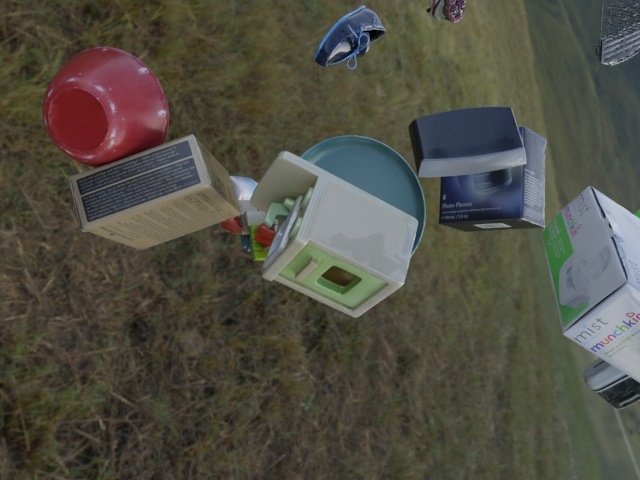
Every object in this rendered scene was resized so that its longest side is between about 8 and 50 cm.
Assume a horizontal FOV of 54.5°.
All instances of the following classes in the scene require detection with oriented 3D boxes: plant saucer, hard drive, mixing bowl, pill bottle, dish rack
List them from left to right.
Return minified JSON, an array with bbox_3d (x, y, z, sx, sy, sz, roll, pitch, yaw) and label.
[{"bbox_3d":[-0.316,-0.176,0.875,0.098,0.182,0.181,-69,136,-69],"label":"mixing bowl"},{"bbox_3d":[-0.226,-0.136,1.743,0.160,0.087,0.087,-10,80,-69],"label":"pill bottle"},{"bbox_3d":[0.069,-0.065,1.330,0.317,0.318,0.044,69,21,-4],"label":"plant saucer"},{"bbox_3d":[0.346,-0.239,1.474,0.054,0.255,0.172,78,6,-61],"label":"hard drive"},{"bbox_3d":[0.755,-0.564,1.496,0.074,0.208,0.271,37,-35,49],"label":"dish rack"}]

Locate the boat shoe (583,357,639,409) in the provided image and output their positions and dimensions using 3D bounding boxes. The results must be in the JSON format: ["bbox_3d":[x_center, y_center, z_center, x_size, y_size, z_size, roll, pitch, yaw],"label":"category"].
[{"bbox_3d":[0.702,0.239,1.266,0.119,0.335,0.121,45,45,4],"label":"boat shoe"}]

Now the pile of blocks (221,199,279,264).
[{"bbox_3d":[-0.171,-0.013,1.517,0.113,0.362,0.148,-1,101,-28],"label":"pile of blocks"}]

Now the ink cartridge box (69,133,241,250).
[{"bbox_3d":[-0.245,-0.067,0.974,0.234,0.193,0.088,66,5,-82],"label":"ink cartridge box"}]

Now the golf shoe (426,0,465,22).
[{"bbox_3d":[0.245,-0.533,1.242,0.067,0.086,0.186,-34,136,-36],"label":"golf shoe"}]

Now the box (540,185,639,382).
[{"bbox_3d":[0.473,0.074,0.932,0.231,0.126,0.262,30,34,-10],"label":"box"}]

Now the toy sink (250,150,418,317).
[{"bbox_3d":[0.000,0.000,0.933,0.234,0.153,0.131,27,56,-12],"label":"toy sink"}]

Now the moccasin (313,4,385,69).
[{"bbox_3d":[0.104,-0.613,1.876,0.117,0.137,0.342,40,53,0],"label":"moccasin"}]

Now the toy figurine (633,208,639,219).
[{"bbox_3d":[0.655,0.013,1.224,0.130,0.173,0.159,56,-13,21],"label":"toy figurine"}]

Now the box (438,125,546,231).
[{"bbox_3d":[0.554,-0.190,2.019,0.183,0.296,0.293,12,78,-47],"label":"box"}]
